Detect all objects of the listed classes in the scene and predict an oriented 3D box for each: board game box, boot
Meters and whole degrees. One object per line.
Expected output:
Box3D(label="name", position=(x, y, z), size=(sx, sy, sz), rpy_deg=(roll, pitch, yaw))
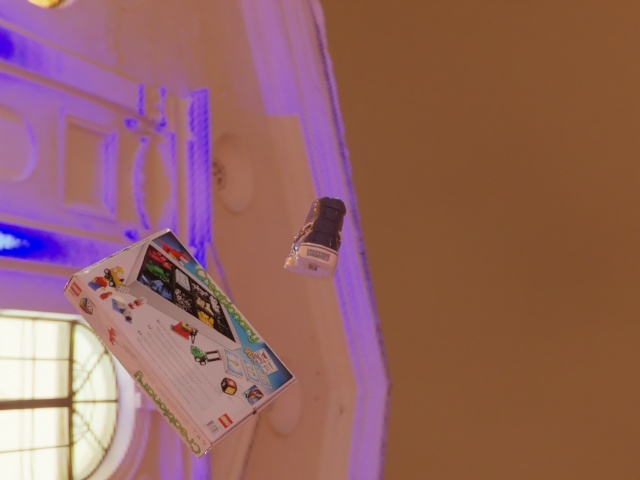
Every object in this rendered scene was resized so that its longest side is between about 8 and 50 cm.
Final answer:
Box3D(label="board game box", position=(-0.197, 0.138, 1.391), size=(0.305, 0.193, 0.053), rpy_deg=(49, -48, 9))
Box3D(label="boot", position=(0.000, 0.000, 1.286), size=(0.069, 0.190, 0.086), rpy_deg=(18, -101, -7))
